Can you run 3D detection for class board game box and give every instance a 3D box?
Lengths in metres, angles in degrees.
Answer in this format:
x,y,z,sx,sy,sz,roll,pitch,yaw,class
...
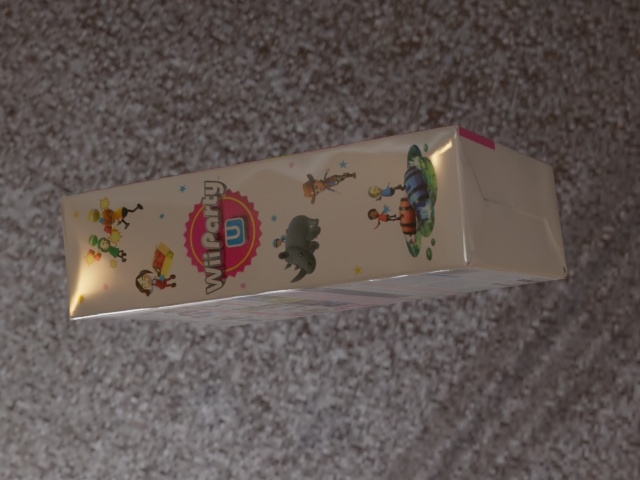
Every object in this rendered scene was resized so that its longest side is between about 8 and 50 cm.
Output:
x,y,z,sx,sy,sz,roll,pitch,yaw,class
0.000,0.000,0.936,0.303,0.098,0.224,-10,171,25,board game box
